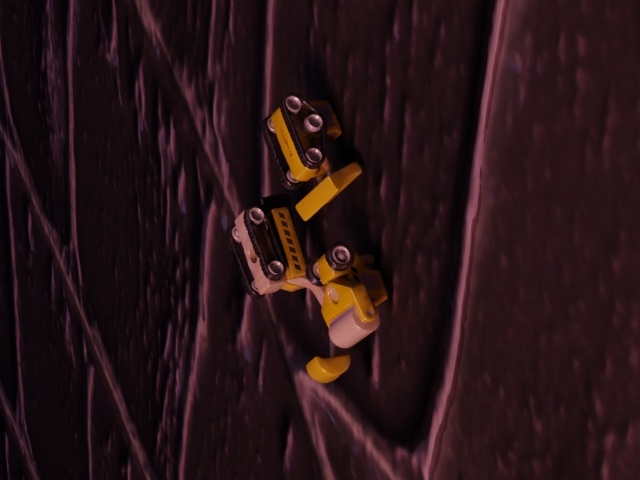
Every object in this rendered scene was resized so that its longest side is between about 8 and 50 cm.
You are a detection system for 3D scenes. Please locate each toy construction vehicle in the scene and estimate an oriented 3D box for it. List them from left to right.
[{"bbox_3d":[0.000,0.000,0.767,0.086,0.035,0.098,-46,61,55],"label":"toy construction vehicle"}]
